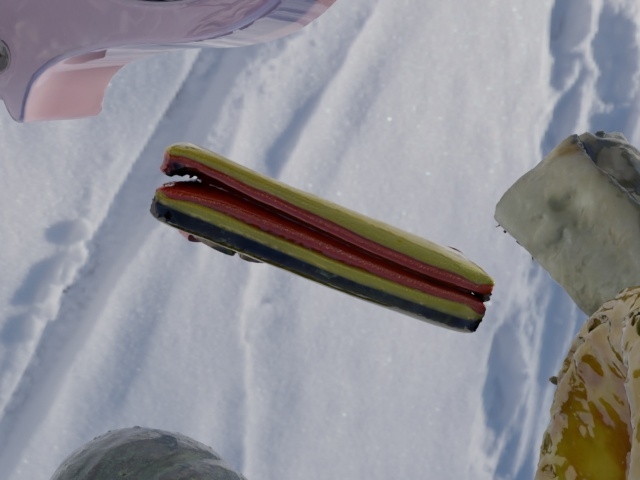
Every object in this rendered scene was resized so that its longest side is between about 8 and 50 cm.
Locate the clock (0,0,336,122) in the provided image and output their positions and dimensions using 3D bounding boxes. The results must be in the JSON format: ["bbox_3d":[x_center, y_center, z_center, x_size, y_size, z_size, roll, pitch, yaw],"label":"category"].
[{"bbox_3d":[-0.104,-0.222,0.468,0.290,0.275,0.080,63,21,-2],"label":"clock"}]

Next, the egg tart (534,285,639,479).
[{"bbox_3d":[0.254,0.221,0.737,0.388,0.168,0.388,11,90,-82],"label":"egg tart"}]

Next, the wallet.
[{"bbox_3d":[0.000,0.000,0.700,0.141,0.241,0.067,-82,-167,-85],"label":"wallet"}]

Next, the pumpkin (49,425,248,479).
[{"bbox_3d":[-0.134,0.293,0.865,0.197,0.293,0.263,-56,147,11],"label":"pumpkin"}]

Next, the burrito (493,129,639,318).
[{"bbox_3d":[0.377,0.016,1.092,0.190,0.332,0.135,-19,142,-28],"label":"burrito"}]
